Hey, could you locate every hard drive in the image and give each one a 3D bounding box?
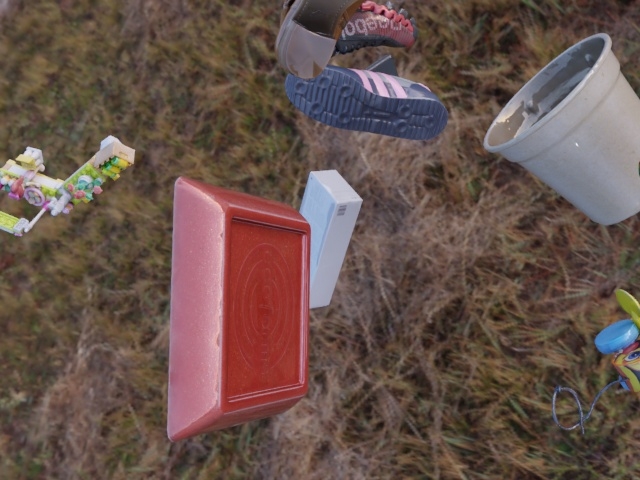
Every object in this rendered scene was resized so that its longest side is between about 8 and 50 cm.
[{"bbox_3d":[0.133,-0.366,1.946,0.135,0.094,0.022,-38,30,-29],"label":"hard drive"}]

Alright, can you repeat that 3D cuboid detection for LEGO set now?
[{"bbox_3d":[-0.402,-0.075,1.196,0.287,0.132,0.107,5,41,18],"label":"LEGO set"}]

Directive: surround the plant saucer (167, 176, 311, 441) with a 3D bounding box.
[{"bbox_3d":[-0.073,0.074,0.900,0.048,0.259,0.258,-1,85,23],"label":"plant saucer"}]

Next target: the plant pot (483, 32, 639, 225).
[{"bbox_3d":[0.575,-0.212,1.754,0.334,0.305,0.334,-46,10,11],"label":"plant pot"}]

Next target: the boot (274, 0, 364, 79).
[{"bbox_3d":[0.021,-0.365,1.168,0.220,0.109,0.283,-107,40,-67],"label":"boot"}]

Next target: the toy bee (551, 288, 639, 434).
[{"bbox_3d":[0.514,0.187,1.276,0.162,0.195,0.298,-25,31,58],"label":"toy bee"}]

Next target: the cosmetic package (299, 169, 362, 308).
[{"bbox_3d":[0.000,0.000,1.478,0.099,0.060,0.239,50,136,39],"label":"cosmetic package"}]

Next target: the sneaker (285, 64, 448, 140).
[{"bbox_3d":[0.079,-0.274,1.572,0.131,0.319,0.112,-104,32,-57],"label":"sneaker"}]

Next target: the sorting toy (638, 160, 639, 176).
[{"bbox_3d":[0.680,-0.187,1.420,0.274,0.132,0.046,-12,43,30],"label":"sorting toy"}]

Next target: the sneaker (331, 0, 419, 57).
[{"bbox_3d":[0.059,-0.395,1.547,0.097,0.276,0.135,14,92,62],"label":"sneaker"}]
